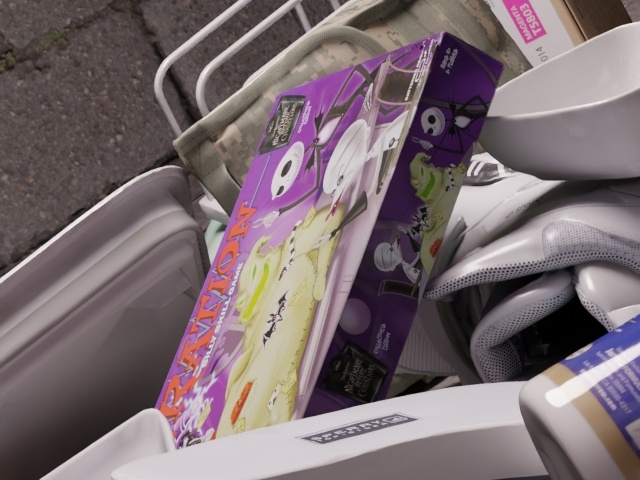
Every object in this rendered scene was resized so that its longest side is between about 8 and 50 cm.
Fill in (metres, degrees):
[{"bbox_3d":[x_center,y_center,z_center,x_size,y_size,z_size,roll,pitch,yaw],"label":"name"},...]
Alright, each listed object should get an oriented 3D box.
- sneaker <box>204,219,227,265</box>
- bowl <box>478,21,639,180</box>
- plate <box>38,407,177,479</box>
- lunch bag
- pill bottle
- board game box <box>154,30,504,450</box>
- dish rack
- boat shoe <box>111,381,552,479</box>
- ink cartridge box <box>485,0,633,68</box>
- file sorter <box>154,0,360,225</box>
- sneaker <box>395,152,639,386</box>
[{"bbox_3d":[0.000,0.001,1.865,0.256,0.094,0.151,-19,25,21],"label":"sneaker"},{"bbox_3d":[0.165,-0.074,1.063,0.142,0.053,0.142,-28,14,-29],"label":"bowl"},{"bbox_3d":[-0.161,0.228,0.977,0.278,0.045,0.277,-35,25,1],"label":"plate"},{"bbox_3d":[0.051,-0.045,1.410,0.169,0.235,0.287,-33,6,41],"label":"lunch bag"},{"bbox_3d":[0.186,0.061,0.804,0.186,0.112,0.112,-30,9,-5],"label":"pill bottle"},{"bbox_3d":[-0.022,0.062,1.082,0.208,0.056,0.347,-19,48,65],"label":"board game box"},{"bbox_3d":[-0.178,0.104,1.411,0.285,0.072,0.333,-39,-16,-13],"label":"dish rack"},{"bbox_3d":[0.051,0.128,0.883,0.301,0.102,0.108,-9,8,-31],"label":"boat shoe"},{"bbox_3d":[0.227,-0.235,1.953,0.088,0.235,0.193,-26,9,26],"label":"ink cartridge box"},{"bbox_3d":[0.011,-0.111,1.773,0.193,0.173,0.277,-41,35,-23],"label":"file sorter"},{"bbox_3d":[0.103,0.035,1.127,0.366,0.137,0.210,-16,13,44],"label":"sneaker"}]
